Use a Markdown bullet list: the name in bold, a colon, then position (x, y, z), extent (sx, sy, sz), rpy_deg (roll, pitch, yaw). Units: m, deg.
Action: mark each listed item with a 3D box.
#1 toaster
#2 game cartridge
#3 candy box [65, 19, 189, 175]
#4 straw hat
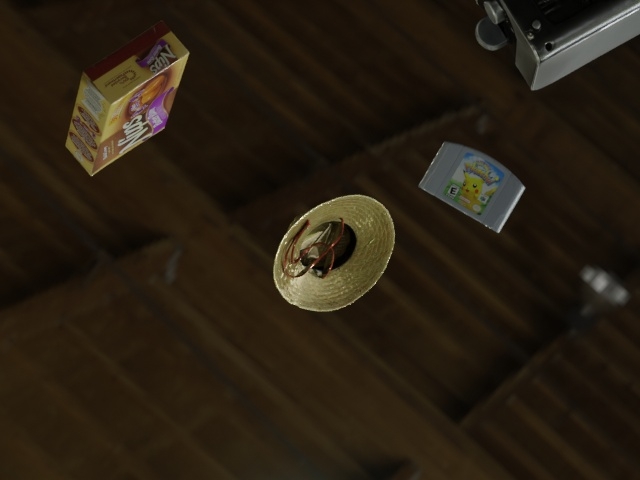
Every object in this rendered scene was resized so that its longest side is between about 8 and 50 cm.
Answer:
- **toaster**: position (0.156, -0.206, 1.089), extent (0.168, 0.186, 0.110), rpy_deg (59, 175, 9)
- **game cartridge**: position (0.136, -0.051, 1.595), extent (0.083, 0.056, 0.017), rpy_deg (30, -179, 1)
- **candy box**: position (-0.211, -0.150, 1.940), extent (0.109, 0.186, 0.053), rpy_deg (-36, -101, -25)
- **straw hat**: position (0.000, 0.000, 1.853), extent (0.144, 0.144, 0.061), rpy_deg (13, -162, -40)
